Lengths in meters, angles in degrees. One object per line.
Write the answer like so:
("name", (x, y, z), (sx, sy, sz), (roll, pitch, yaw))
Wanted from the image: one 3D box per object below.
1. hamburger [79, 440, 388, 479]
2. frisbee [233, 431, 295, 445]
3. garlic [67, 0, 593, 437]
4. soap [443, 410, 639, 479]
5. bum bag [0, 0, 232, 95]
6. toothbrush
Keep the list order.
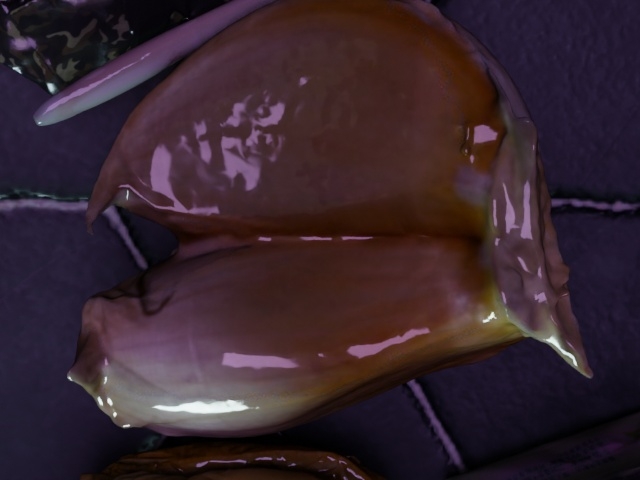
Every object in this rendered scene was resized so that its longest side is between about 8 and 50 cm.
("hamburger", (-0.056, 0.288, 0.753), (0.318, 0.158, 0.319), (2, 109, 7))
("frisbee", (0.030, 0.238, 0.831), (0.187, 0.012, 0.211), (-6, 101, -3))
("garlic", (0.000, 0.000, 0.687), (0.313, 0.249, 0.286), (-10, 119, 15))
("soap", (0.212, 0.231, 0.748), (0.199, 0.182, 0.138), (-19, 104, -1))
("bum bag", (-0.114, -0.185, 0.714), (0.248, 0.069, 0.102), (-28, 101, 3))
("toothbrush", (-0.054, -0.152, 0.711), (0.307, 0.025, 0.029), (-31, 64, -10))
